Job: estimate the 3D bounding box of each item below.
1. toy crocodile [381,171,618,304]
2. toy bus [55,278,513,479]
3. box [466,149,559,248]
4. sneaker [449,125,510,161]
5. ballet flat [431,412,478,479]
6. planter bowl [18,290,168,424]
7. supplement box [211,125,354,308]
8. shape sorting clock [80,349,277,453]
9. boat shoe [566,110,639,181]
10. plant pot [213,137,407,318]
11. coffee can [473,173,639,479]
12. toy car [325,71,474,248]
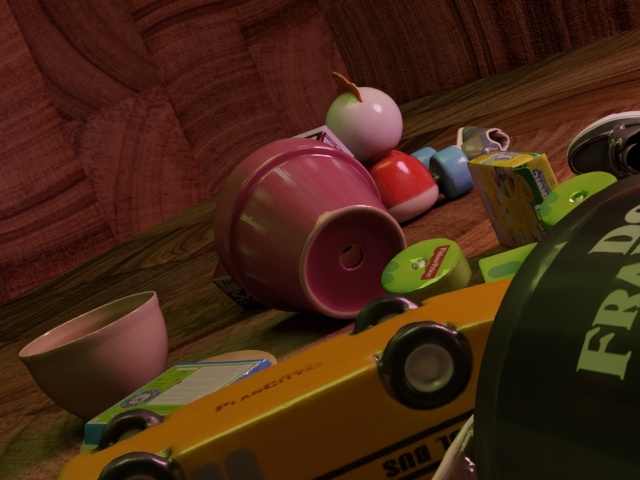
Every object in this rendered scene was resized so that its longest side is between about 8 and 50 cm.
[{"bbox_3d":[0.163,0.043,0.920,0.341,0.115,0.105,-24,28,8],"label":"toy crocodile"},{"bbox_3d":[0.010,0.127,0.742,0.333,0.130,0.108,-24,10,-6],"label":"toy bus"},{"bbox_3d":[0.215,-0.041,1.290,0.043,0.105,0.179,-25,10,-6],"label":"box"},{"bbox_3d":[0.262,-0.148,1.951,0.086,0.064,0.192,-13,12,16],"label":"sneaker"},{"bbox_3d":[0.089,0.143,0.646,0.248,0.086,0.086,-31,12,-34],"label":"ballet flat"},{"bbox_3d":[-0.234,0.138,1.348,0.162,0.109,0.162,-23,10,4],"label":"planter bowl"},{"bbox_3d":[-0.048,-0.033,1.651,0.130,0.073,0.239,-16,42,37],"label":"supplement box"},{"bbox_3d":[-0.134,0.163,1.172,0.206,0.040,0.206,-20,12,4],"label":"shape sorting clock"},{"bbox_3d":[0.366,-0.100,1.377,0.229,0.080,0.076,-4,19,44],"label":"boat shoe"},{"bbox_3d":[0.000,0.000,1.375,0.201,0.201,0.180,-26,25,-15],"label":"plant pot"},{"bbox_3d":[0.203,0.071,0.373,0.202,0.201,0.275,-27,10,-21],"label":"coffee can"},{"bbox_3d":[0.069,-0.141,1.803,0.219,0.238,0.210,-25,9,-11],"label":"toy car"}]
